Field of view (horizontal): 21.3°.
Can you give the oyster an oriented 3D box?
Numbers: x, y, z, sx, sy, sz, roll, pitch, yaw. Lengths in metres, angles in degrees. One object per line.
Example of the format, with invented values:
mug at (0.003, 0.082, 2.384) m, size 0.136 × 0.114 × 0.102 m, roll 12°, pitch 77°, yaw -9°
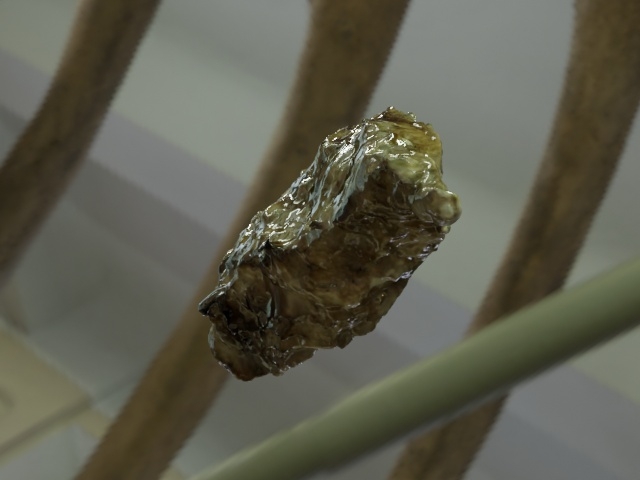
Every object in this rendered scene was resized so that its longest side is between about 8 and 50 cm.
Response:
oyster at (0.009, -0.026, 1.441) m, size 0.111 × 0.204 × 0.396 m, roll 22°, pitch -34°, yaw -24°
